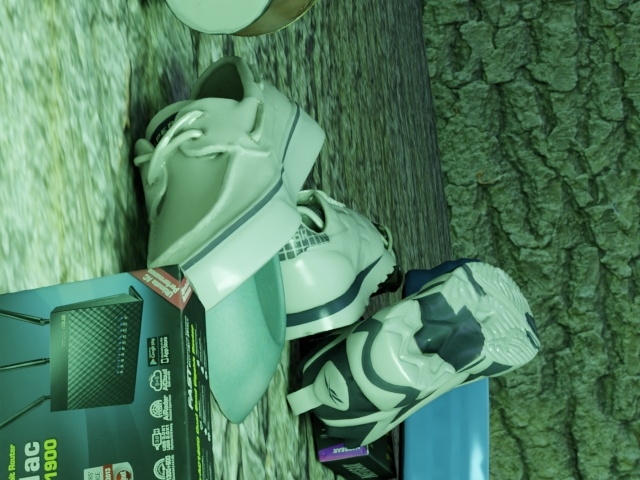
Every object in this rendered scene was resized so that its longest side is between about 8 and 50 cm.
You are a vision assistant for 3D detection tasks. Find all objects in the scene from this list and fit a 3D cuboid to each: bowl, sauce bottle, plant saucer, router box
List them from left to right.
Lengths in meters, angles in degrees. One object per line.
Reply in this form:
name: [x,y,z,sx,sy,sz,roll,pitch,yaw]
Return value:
router box: [-0.087,0.074,0.629,0.038,0.092,0.122,66,16,-59]
plant saucer: [-0.052,0.020,1.132,0.195,0.037,0.195,-10,90,-83]
sauce bottle: [-0.046,-0.197,1.186,0.344,0.111,0.111,-62,141,-75]
router box: [0.025,0.131,1.491,0.179,0.046,0.133,52,29,-73]
bowl: [0.111,0.211,1.650,0.391,0.077,0.391,1,90,-87]

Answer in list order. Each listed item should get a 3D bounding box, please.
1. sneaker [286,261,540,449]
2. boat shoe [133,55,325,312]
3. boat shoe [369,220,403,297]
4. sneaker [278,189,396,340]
sneaker: [0.062,0.094,1.370,0.235,0.153,0.094,-25,89,-56]
boat shoe: [-0.060,-0.038,0.976,0.088,0.096,0.267,49,25,-12]
boat shoe: [0.034,0.008,1.616,0.219,0.070,0.078,48,33,-75]
sneaker: [0.000,0.000,1.366,0.235,0.090,0.095,-73,142,-76]
